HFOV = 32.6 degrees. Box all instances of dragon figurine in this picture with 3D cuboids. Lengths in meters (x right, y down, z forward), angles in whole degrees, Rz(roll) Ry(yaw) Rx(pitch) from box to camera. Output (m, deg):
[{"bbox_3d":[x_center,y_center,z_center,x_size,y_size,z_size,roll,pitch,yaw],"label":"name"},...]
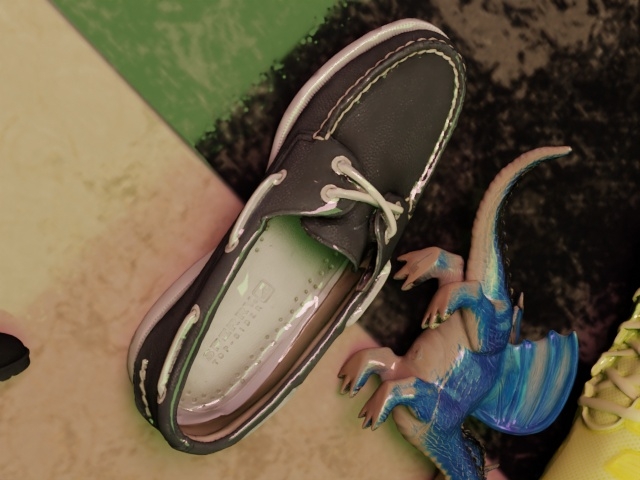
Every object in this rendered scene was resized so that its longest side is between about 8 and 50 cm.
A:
[{"bbox_3d":[0.111,0.075,0.726,0.144,0.085,0.289,22,101,-25],"label":"dragon figurine"}]

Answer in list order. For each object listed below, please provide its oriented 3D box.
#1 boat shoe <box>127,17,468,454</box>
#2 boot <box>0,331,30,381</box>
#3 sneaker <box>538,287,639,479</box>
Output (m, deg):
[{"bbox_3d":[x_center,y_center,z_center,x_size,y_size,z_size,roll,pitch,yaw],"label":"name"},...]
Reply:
[{"bbox_3d":[0.000,0.000,0.664,0.114,0.091,0.302,32,92,-24],"label":"boat shoe"},{"bbox_3d":[-0.232,0.038,0.621,0.121,0.045,0.099,-8,104,-16],"label":"boot"},{"bbox_3d":[0.255,0.067,0.759,0.385,0.145,0.147,-46,106,-15],"label":"sneaker"}]
